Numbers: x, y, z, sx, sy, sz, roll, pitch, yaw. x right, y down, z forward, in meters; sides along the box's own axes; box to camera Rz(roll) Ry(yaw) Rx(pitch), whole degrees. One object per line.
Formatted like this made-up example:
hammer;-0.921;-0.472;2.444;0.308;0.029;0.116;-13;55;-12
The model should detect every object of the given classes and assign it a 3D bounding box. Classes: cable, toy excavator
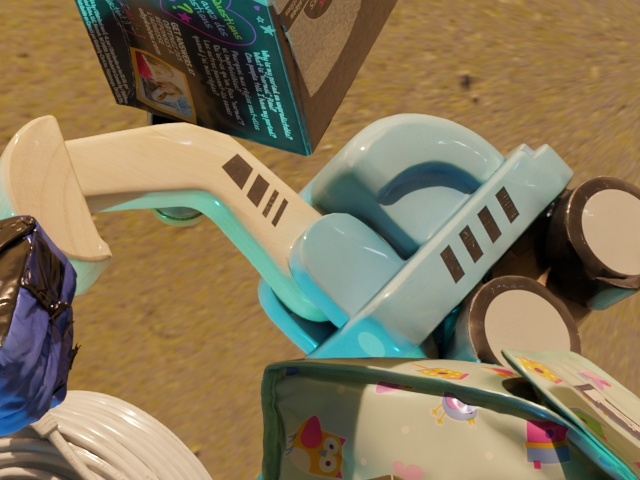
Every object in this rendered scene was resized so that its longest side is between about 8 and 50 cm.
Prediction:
cable;-0.180;0.239;1.321;0.257;0.089;0.257;39;121;8
toy excavator;0.000;0.000;1.490;0.445;0.433;0.222;46;147;1

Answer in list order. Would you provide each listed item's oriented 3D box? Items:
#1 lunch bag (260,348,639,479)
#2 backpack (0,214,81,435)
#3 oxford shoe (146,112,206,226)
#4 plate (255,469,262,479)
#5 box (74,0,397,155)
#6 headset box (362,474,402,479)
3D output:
lunch bag;0.114;0.148;1.134;0.262;0.223;0.160;2;86;22
backpack;-0.187;0.060;1.011;0.098;0.120;0.101;-20;128;20
oxford shoe;-0.120;-0.154;1.681;0.097;0.098;0.271;1;79;-4
plate;-0.048;0.254;1.526;0.024;0.188;0.188;17;100;-13
box;-0.025;-0.204;1.038;0.142;0.163;0.247;16;60;21
headset box;-0.034;0.264;0.739;0.110;0.218;0.293;24;108;41
